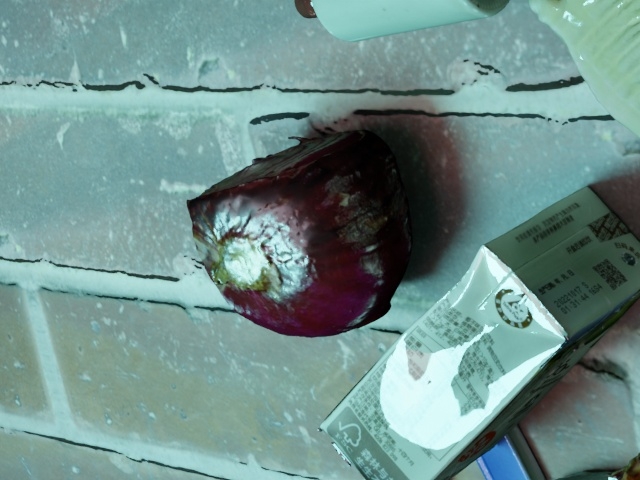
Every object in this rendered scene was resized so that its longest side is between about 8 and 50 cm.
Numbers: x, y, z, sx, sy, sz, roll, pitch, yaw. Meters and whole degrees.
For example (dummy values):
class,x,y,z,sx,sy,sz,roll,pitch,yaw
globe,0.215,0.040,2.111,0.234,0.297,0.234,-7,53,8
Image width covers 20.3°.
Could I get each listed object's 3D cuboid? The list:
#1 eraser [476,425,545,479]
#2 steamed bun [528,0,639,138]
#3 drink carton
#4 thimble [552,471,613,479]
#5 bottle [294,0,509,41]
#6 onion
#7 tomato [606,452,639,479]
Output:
class,x,y,z,sx,sy,sz,roll,pitch,yaw
eraser,0.199,0.236,1.939,0.063,0.027,0.084,-26,92,49
steamed bun,0.350,-0.224,1.383,0.352,0.247,0.339,47,153,3
drink carton,0.164,0.111,1.764,0.132,0.194,0.324,49,131,12
thimble,0.262,0.353,1.831,0.205,0.172,0.250,55,139,11
bottle,0.069,-0.254,1.755,0.245,0.104,0.104,-5,107,45
onion,0.005,0.000,1.878,0.207,0.216,0.206,-12,106,39
tomato,0.391,0.317,1.576,0.321,0.321,0.321,22,125,36
